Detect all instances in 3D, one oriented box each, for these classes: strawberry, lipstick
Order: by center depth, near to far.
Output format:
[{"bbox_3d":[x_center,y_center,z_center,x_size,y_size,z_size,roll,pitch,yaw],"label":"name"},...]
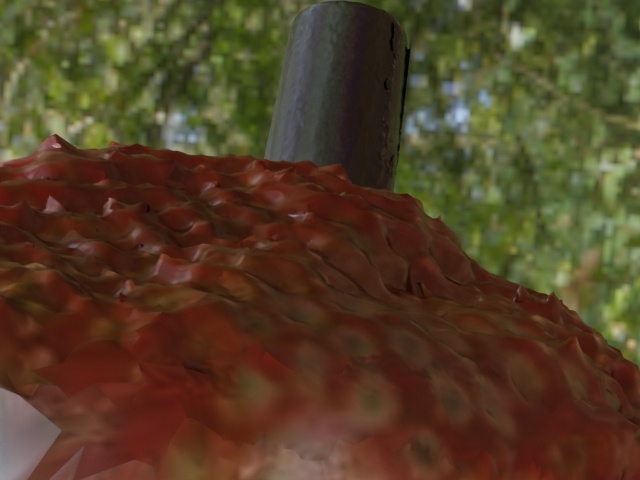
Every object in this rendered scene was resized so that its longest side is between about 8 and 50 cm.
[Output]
[{"bbox_3d":[-0.045,0.081,0.572,0.351,0.312,0.267,44,-148,-66],"label":"strawberry"},{"bbox_3d":[0.000,0.000,0.991,0.081,0.081,0.299,66,-152,-58],"label":"lipstick"}]
